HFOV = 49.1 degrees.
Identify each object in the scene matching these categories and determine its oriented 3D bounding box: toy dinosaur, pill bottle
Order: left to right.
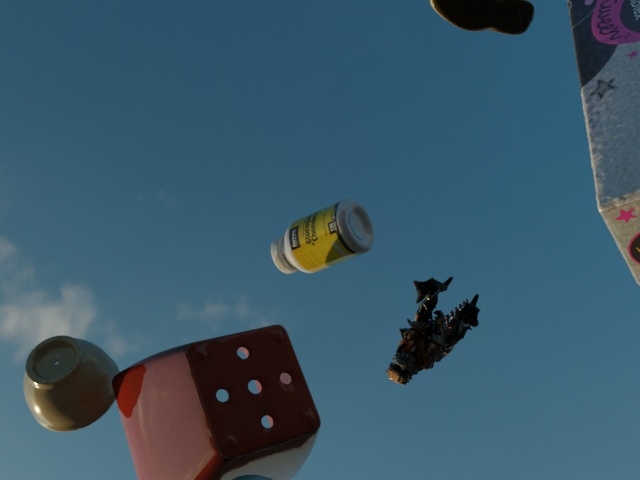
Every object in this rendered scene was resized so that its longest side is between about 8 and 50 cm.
[{"bbox_3d":[0.000,0.000,1.280,0.184,0.103,0.103,-23,-46,35],"label":"pill bottle"},{"bbox_3d":[0.259,0.204,1.617,0.164,0.322,0.218,21,-55,7],"label":"toy dinosaur"}]

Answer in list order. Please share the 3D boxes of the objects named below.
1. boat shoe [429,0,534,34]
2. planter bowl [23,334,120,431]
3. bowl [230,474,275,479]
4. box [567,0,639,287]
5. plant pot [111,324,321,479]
[{"bbox_3d":[0.181,-0.273,0.818,0.152,0.049,0.056,6,-66,-32],"label":"boat shoe"},{"bbox_3d":[-0.443,0.232,1.212,0.162,0.162,0.109,-22,-41,-10],"label":"planter bowl"},{"bbox_3d":[-0.098,0.424,0.725,0.163,0.311,0.311,-10,-56,-42],"label":"bowl"},{"bbox_3d":[0.260,-0.082,0.442,0.163,0.247,0.142,-19,-53,30],"label":"box"},{"bbox_3d":[-0.153,0.276,1.143,0.267,0.267,0.236,-8,-25,-35],"label":"plant pot"}]
